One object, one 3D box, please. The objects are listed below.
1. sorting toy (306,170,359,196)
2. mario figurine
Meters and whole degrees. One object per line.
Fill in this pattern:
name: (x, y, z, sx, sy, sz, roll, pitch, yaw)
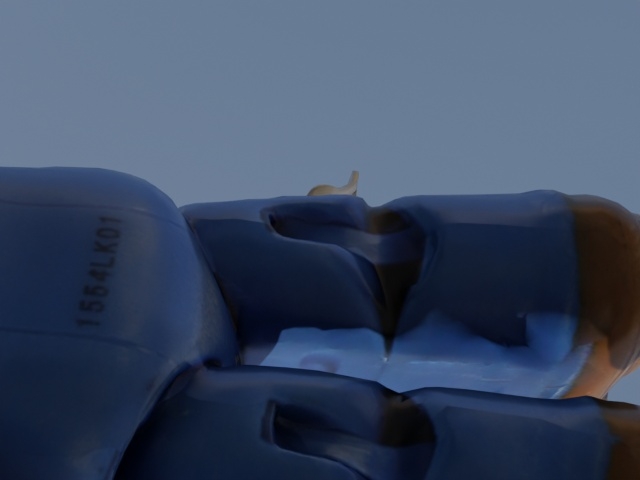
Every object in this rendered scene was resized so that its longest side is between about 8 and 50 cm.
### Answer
sorting toy: (0.000, 0.000, 0.912, 0.045, 0.083, 0.075, 24, -68, 21)
mario figurine: (-0.092, 0.038, 0.381, 0.320, 0.198, 0.170, 11, -82, -8)
